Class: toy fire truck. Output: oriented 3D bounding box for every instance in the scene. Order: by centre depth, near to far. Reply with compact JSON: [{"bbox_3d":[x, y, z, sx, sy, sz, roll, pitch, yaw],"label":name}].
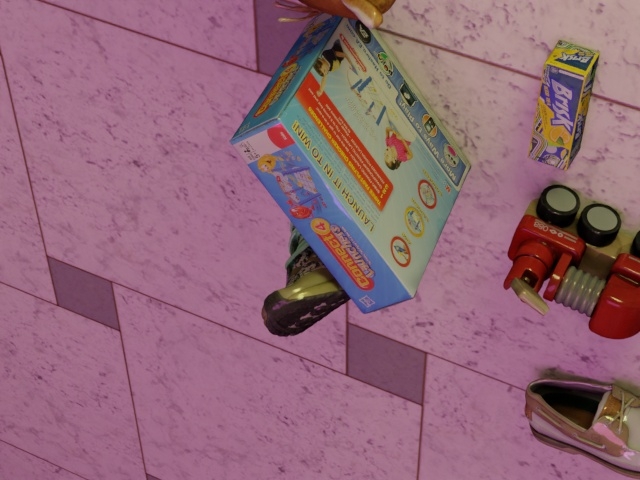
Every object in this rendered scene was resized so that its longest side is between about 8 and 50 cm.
[{"bbox_3d":[0.345,0.058,1.887,0.217,0.246,0.158,26,142,12],"label":"toy fire truck"}]

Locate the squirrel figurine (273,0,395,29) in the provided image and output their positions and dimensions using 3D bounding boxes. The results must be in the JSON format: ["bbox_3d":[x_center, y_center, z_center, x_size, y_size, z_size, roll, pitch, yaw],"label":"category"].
[{"bbox_3d":[-0.039,-0.412,1.652,0.370,0.281,0.397,33,151,-9],"label":"squirrel figurine"}]

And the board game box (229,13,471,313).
[{"bbox_3d":[0.051,-0.115,1.870,0.086,0.302,0.308,-21,117,36],"label":"board game box"}]

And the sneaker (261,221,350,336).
[{"bbox_3d":[0.000,0.000,1.993,0.158,0.410,0.182,-38,90,31],"label":"sneaker"}]

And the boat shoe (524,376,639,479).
[{"bbox_3d":[0.451,0.285,2.164,0.302,0.113,0.103,7,140,33],"label":"boat shoe"}]

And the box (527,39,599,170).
[{"bbox_3d":[0.314,-0.173,1.820,0.059,0.054,0.169,21,140,17],"label":"box"}]
